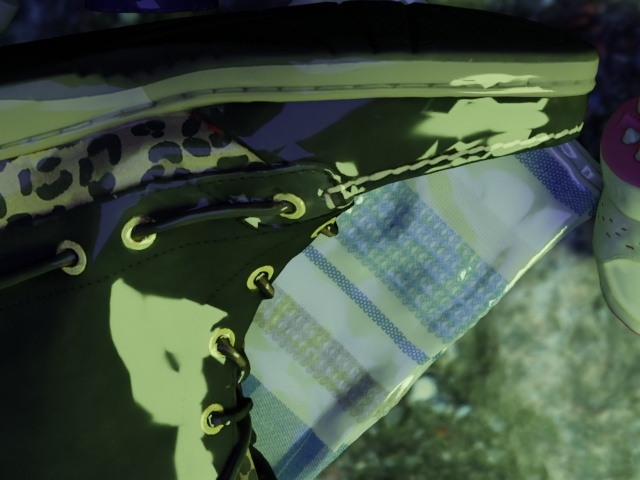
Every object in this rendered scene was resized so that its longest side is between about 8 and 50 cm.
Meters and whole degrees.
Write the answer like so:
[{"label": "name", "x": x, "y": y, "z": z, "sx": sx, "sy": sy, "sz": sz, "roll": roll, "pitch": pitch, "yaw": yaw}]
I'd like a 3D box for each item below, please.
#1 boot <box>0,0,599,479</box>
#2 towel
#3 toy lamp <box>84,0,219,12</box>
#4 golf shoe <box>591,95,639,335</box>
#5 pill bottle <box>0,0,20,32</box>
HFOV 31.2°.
[{"label": "boot", "x": -0.048, "y": 0.036, "z": 0.577, "sx": 0.377, "sy": 0.138, "sz": 0.284, "roll": -9, "pitch": 110, "yaw": -5}, {"label": "towel", "x": 0.000, "y": 0.000, "z": 0.650, "sx": 0.209, "sy": 0.034, "sz": 0.285, "roll": 43, "pitch": 101, "yaw": -9}, {"label": "toy lamp", "x": -0.085, "y": -0.254, "z": 0.565, "sx": 0.080, "sy": 0.080, "sz": 0.275, "roll": 1, "pitch": 107, "yaw": 0}, {"label": "golf shoe", "x": 0.293, "y": -0.010, "z": 0.623, "sx": 0.306, "sy": 0.115, "sz": 0.140, "roll": 1, "pitch": 128, "yaw": -3}, {"label": "pill bottle", "x": -0.212, "y": -0.089, "z": 0.610, "sx": 0.067, "sy": 0.067, "sz": 0.120, "roll": 34, "pitch": 102, "yaw": -8}]
